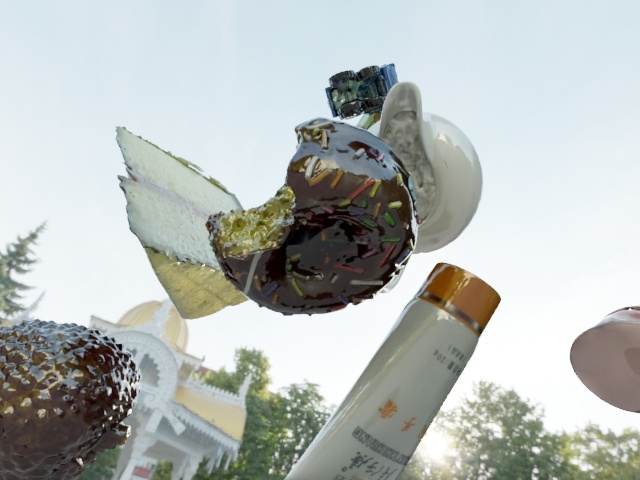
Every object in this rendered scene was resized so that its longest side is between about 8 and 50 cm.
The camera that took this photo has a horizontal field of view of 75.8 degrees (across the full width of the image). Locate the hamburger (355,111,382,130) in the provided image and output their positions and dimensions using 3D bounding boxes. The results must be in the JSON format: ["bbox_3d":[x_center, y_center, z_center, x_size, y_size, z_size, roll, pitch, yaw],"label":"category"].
[{"bbox_3d":[0.214,-0.324,1.263,0.214,0.235,0.125,-51,-25,19],"label":"hamburger"}]

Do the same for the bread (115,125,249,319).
[{"bbox_3d":[-0.209,-0.053,0.741,0.242,0.346,0.405,-20,-26,-22],"label":"bread"}]

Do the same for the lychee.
[{"bbox_3d":[-0.415,0.239,0.627,0.271,0.236,0.236,25,-39,5],"label":"lychee"}]

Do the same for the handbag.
[{"bbox_3d":[0.566,0.208,0.730,0.179,0.116,0.205,53,-35,20],"label":"handbag"}]

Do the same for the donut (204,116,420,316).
[{"bbox_3d":[0.001,-0.001,0.441,0.230,0.096,0.216,-33,-50,13],"label":"donut"}]

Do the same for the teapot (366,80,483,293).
[{"bbox_3d":[0.123,-0.066,0.591,0.204,0.139,0.298,11,-69,30],"label":"teapot"}]

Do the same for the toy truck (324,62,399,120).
[{"bbox_3d":[0.113,-0.389,1.094,0.126,0.208,0.113,0,-71,65],"label":"toy truck"}]

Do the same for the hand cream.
[{"bbox_3d":[0.081,0.170,0.461,0.139,0.314,0.089,36,-6,-26],"label":"hand cream"}]
